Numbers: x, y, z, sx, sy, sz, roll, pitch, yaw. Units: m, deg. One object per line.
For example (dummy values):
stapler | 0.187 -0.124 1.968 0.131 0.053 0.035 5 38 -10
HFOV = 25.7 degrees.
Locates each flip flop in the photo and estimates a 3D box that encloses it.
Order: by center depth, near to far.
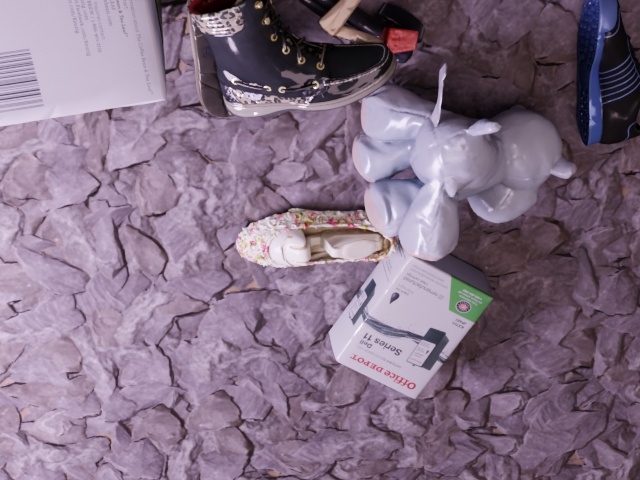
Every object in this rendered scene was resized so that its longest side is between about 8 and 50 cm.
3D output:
flip flop | -0.121 -0.288 1.846 0.112 0.080 0.277 -6 134 -9

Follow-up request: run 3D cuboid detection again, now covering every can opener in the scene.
can opener | 0.048 -0.294 1.877 0.186 0.073 0.059 23 152 -15

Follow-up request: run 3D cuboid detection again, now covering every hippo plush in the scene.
hippo plush | 0.201 -0.132 1.923 0.237 0.234 0.294 -12 141 -35

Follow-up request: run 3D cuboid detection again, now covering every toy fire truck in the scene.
toy fire truck | 0.032 -0.313 1.815 0.192 0.047 0.135 2 101 -7

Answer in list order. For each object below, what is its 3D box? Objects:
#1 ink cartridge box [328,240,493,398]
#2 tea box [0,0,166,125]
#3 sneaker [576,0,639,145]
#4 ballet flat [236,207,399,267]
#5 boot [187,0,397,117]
ink cartridge box | 0.132 0.112 2.079 0.153 0.087 0.208 27 113 -19
tea box | -0.314 -0.354 1.638 0.220 0.323 0.329 -9 118 -1
sneaker | 0.407 -0.239 1.934 0.091 0.081 0.232 -8 126 -6
ballet flat | 0.000 0.000 2.009 0.241 0.077 0.091 -8 119 -2
boot | -0.038 -0.250 1.766 0.236 0.085 0.178 -9 135 17
